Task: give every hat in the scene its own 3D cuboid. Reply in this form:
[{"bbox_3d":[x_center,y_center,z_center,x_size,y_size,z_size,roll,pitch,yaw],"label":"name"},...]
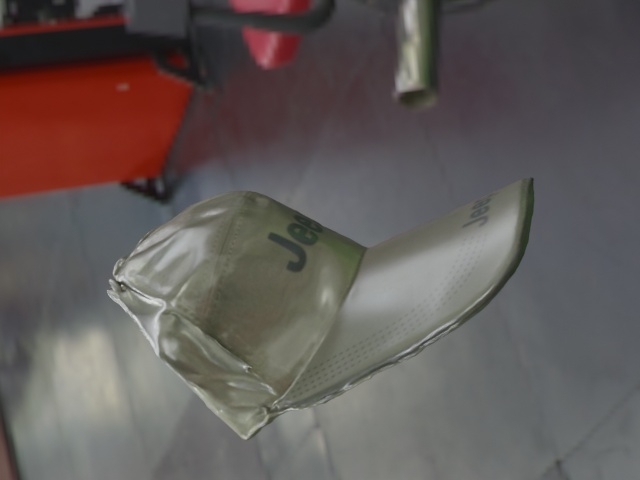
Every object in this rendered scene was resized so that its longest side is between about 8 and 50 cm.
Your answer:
[{"bbox_3d":[0.000,0.000,1.048,0.149,0.244,0.214,46,-162,-11],"label":"hat"}]
